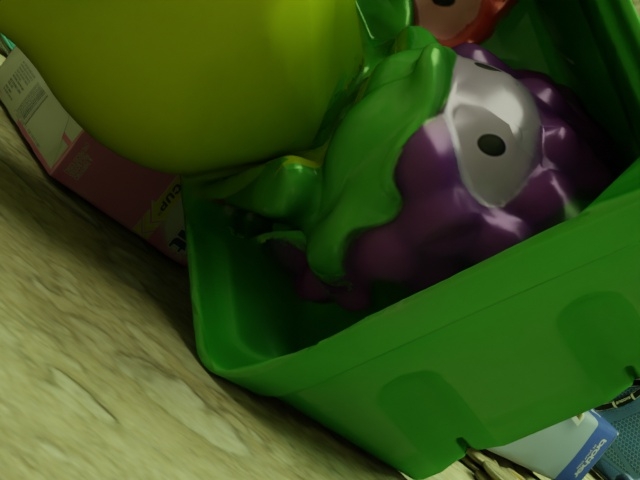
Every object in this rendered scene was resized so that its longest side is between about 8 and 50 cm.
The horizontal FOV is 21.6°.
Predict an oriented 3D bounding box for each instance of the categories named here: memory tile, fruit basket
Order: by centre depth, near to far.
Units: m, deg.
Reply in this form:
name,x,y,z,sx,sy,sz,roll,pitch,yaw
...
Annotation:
name,x,y,z,sx,sy,sz,roll,pitch,yaw
fruit basket,0.007,-0.105,0.847,0.392,0.283,0.392,60,13,-24
memory tile,0.121,0.151,1.095,0.113,0.012,0.148,36,6,-26

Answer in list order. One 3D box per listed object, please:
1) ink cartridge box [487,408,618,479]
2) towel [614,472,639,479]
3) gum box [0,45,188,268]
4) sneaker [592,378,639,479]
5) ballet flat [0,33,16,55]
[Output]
name,x,y,z,sx,sy,sz,roll,pitch,yaw
ink cartridge box,0.084,0.074,1.129,0.186,0.065,0.311,42,4,36
towel,0.295,0.254,1.177,0.243,0.040,0.336,45,7,16
gum box,-0.123,-0.066,1.003,0.107,0.062,0.188,36,6,-31
sneaker,0.240,0.085,1.531,0.330,0.130,0.147,66,15,18
ballet flat,-0.213,-0.142,1.255,0.114,0.041,0.041,34,6,-43
